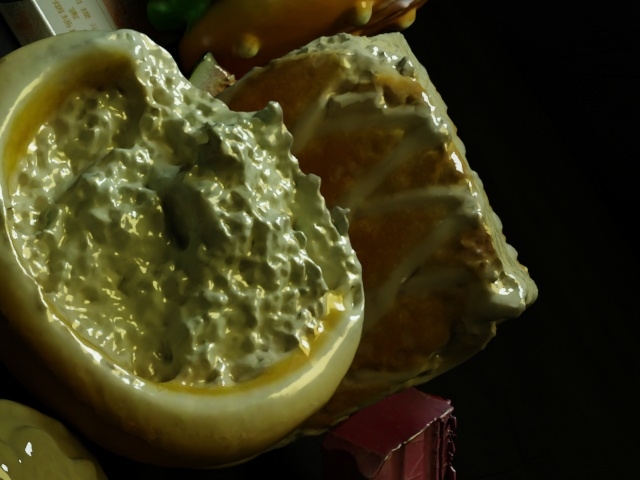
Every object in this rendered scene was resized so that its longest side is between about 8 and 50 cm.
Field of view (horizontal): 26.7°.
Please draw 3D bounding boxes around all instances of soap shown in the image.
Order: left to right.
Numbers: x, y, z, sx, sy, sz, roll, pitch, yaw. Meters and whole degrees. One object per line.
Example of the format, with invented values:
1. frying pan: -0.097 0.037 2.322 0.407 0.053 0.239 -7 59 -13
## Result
1. soap: 0.080 0.310 1.580 0.162 0.099 0.250 -31 129 -44

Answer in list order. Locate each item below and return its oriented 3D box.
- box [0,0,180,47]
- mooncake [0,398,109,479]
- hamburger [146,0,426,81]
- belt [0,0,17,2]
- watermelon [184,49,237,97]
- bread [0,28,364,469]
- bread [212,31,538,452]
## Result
1. box: -0.283 -0.305 1.674 0.204 0.051 0.365 59 22 -10
2. mooncake: -0.255 0.229 1.067 0.235 0.117 0.234 47 30 -38
3. hamburger: -0.024 -0.356 1.729 0.277 0.396 0.396 66 22 4
4. belt: -0.364 -0.409 1.401 0.347 0.212 0.117 56 24 -1
5. watermelon: -0.125 -0.072 1.675 0.128 0.159 0.303 -49 115 -35
6. bread: -0.157 0.010 1.247 0.424 0.329 0.245 49 -10 3
7. bread: 0.000 0.000 1.471 0.371 0.390 0.279 64 14 3
